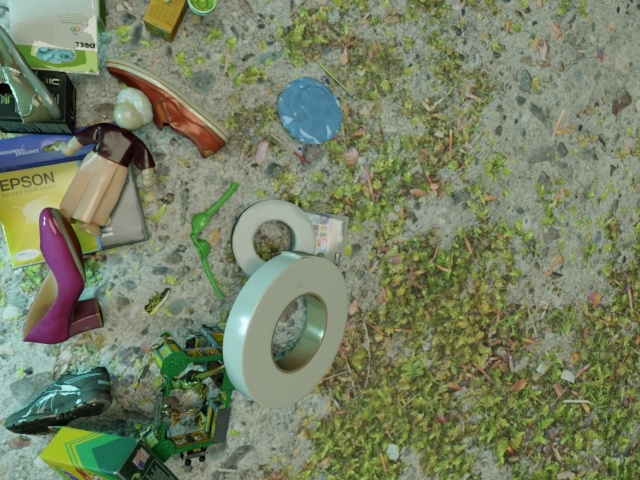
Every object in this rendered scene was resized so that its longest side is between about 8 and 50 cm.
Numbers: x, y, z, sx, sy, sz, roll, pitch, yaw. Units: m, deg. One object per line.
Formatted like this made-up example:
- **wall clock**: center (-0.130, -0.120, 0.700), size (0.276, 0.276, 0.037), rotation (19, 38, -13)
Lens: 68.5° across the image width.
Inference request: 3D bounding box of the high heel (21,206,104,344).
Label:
- **high heel**: center (-0.606, 0.096, 1.026), size (0.181, 0.127, 0.377), rotation (-13, 131, -21)

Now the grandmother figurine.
- **grandmother figurine**: center (-0.478, -0.184, 1.075), size (0.207, 0.104, 0.342), rotation (24, 90, -24)

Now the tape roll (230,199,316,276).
- **tape roll**: center (-0.125, 0.001, 1.238), size (0.219, 0.072, 0.219), rotation (-1, 93, -14)

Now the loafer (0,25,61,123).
- **loafer**: center (-0.653, -0.351, 0.979), size (0.087, 0.094, 0.251), rotation (-37, 93, -21)

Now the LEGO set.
- **LEGO set**: center (-0.333, 0.350, 1.149), size (0.255, 0.192, 0.331), rotation (-6, 108, -36)

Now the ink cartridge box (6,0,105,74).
- **ink cartridge box**: center (-0.607, -0.512, 1.092), size (0.188, 0.097, 0.255), rotation (0, 94, -15)

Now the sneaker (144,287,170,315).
- **sneaker**: center (-0.420, 0.153, 1.206), size (0.035, 0.031, 0.083), rotation (38, 83, -13)

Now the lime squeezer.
- **lime squeezer**: center (-0.291, -0.005, 1.231), size (0.110, 0.059, 0.310), rotation (7, 90, -47)

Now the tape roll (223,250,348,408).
- **tape roll**: center (-0.071, 0.218, 1.171), size (0.392, 0.072, 0.392), rotation (-20, 116, -46)

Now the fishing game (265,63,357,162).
- **fishing game**: center (-0.031, -0.351, 1.282), size (0.189, 0.041, 0.264), rotation (36, 75, -14)

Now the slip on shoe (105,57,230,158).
- **slip on shoe**: center (-0.382, -0.324, 1.154), size (0.331, 0.123, 0.101), rotation (37, 87, -18)

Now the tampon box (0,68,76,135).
- **tampon box**: center (-0.658, -0.316, 1.077), size (0.161, 0.101, 0.120), rotation (0, 83, -15)

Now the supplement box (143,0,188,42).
- **supplement box**: center (-0.358, -0.621, 1.162), size (0.080, 0.078, 0.233), rotation (20, 87, -15)

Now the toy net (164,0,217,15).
- **toy net**: center (-0.347, -0.620, 1.102), size (0.232, 0.045, 0.122), rotation (20, 87, -13)

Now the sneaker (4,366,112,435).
- **sneaker**: center (-0.628, 0.392, 1.140), size (0.267, 0.106, 0.101), rotation (-19, 142, 1)

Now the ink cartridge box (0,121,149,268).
- **ink cartridge box**: center (-0.603, -0.116, 1.127), size (0.303, 0.072, 0.307), rotation (-14, 98, -14)

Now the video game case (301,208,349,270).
- **video game case**: center (0.000, 0.000, 1.317), size (0.143, 0.019, 0.157), rotation (8, 91, -15)

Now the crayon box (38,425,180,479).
- **crayon box**: center (-0.480, 0.519, 1.054), size (0.202, 0.318, 0.081), rotation (64, 35, -29)
